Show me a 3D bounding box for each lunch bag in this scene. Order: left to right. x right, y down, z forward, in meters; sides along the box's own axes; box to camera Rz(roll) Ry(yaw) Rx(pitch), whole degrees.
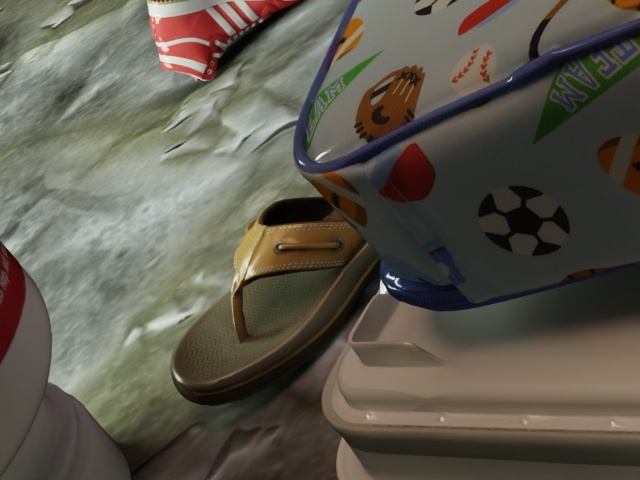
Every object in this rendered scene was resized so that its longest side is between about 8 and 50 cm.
[{"bbox_3d":[0.146,-0.102,0.693,0.303,0.115,0.243,-17,32,35],"label":"lunch bag"}]

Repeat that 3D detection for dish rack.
[{"bbox_3d":[0.157,-0.006,0.727,0.332,0.072,0.286,-6,42,45],"label":"dish rack"}]

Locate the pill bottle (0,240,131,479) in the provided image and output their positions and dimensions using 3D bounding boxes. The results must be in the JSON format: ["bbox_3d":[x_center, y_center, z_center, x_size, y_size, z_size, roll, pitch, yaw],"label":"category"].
[{"bbox_3d":[-0.279,0.031,0.802,0.229,0.408,0.229,-28,30,18],"label":"pill bottle"}]

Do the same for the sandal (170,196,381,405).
[{"bbox_3d":[0.000,0.000,0.899,0.219,0.060,0.090,-40,29,-5],"label":"sandal"}]

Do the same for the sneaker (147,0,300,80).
[{"bbox_3d":[-0.067,-0.155,1.231,0.118,0.067,0.042,-11,22,-15],"label":"sneaker"}]
